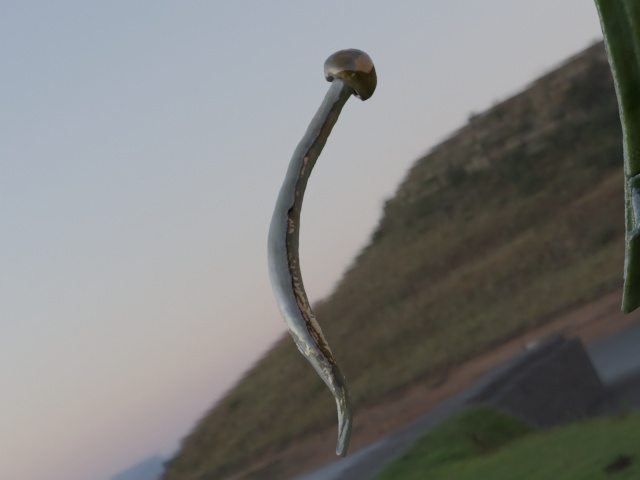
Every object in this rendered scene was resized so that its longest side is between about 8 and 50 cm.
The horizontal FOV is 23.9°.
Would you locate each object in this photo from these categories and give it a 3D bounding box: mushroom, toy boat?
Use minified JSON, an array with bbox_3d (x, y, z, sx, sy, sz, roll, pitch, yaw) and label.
[{"bbox_3d":[0.000,-0.001,1.066,0.068,0.306,0.043,1,-24,12],"label":"mushroom"},{"bbox_3d":[0.199,-0.095,0.966,0.055,0.293,0.093,-8,24,14],"label":"toy boat"}]
